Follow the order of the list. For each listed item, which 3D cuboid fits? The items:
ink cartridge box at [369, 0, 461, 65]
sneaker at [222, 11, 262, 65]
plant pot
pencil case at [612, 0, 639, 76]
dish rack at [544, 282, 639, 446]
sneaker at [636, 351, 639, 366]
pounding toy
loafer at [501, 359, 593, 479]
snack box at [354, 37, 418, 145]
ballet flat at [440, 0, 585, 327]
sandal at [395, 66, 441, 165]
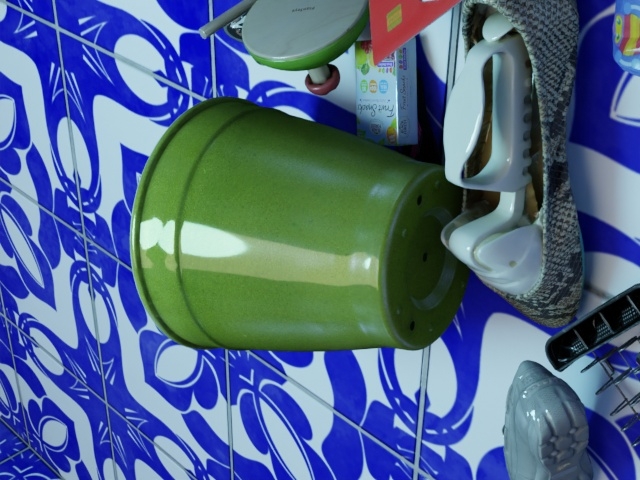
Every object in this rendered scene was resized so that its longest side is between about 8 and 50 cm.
[{"bbox_3d":[0.114,-0.379,1.149,0.296,0.066,0.261,-29,55,54],"label":"ink cartridge box"},{"bbox_3d":[-0.085,-0.306,1.524,0.188,0.078,0.067,31,133,36],"label":"sneaker"},{"bbox_3d":[0.000,0.000,1.366,0.353,0.366,0.366,9,119,35],"label":"plant pot"},{"bbox_3d":[0.356,-0.303,0.962,0.119,0.133,0.306,-108,14,-60],"label":"pencil case"},{"bbox_3d":[0.422,0.185,1.222,0.271,0.074,0.208,55,144,10],"label":"dish rack"},{"bbox_3d":[0.397,0.171,1.158,0.119,0.047,0.057,65,157,1],"label":"sneaker"},{"bbox_3d":[-0.023,-0.283,1.420,0.237,0.183,0.110,26,156,40],"label":"pounding toy"},{"bbox_3d":[0.303,0.279,1.379,0.319,0.112,0.111,82,168,-47],"label":"loafer"},{"bbox_3d":[0.088,-0.201,1.377,0.100,0.037,0.141,15,110,59],"label":"snack box"},{"bbox_3d":[0.216,-0.082,1.214,0.164,0.182,0.482,20,126,42],"label":"ballet flat"},{"bbox_3d":[0.121,-0.154,1.401,0.067,0.040,0.179,7,116,48],"label":"sandal"}]
